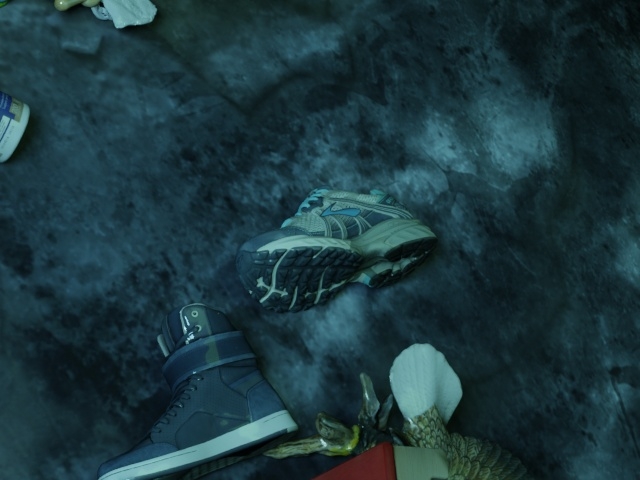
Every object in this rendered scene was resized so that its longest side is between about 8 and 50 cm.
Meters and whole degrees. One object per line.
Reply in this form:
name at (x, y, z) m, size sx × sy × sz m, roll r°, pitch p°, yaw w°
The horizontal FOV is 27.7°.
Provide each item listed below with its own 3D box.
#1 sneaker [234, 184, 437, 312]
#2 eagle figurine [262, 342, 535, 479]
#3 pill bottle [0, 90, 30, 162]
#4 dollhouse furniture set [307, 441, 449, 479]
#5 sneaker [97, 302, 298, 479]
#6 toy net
sneaker at (0.000, 0.000, 1.503) m, size 0.283 × 0.110 × 0.122 m, roll -7°, pitch 50°, yaw -45°
eagle figurine at (0.115, 0.278, 1.318) m, size 0.226 × 0.298 × 0.225 m, roll -33°, pitch 130°, yaw -15°
pill bottle at (-0.357, -0.131, 1.294) m, size 0.120 × 0.067 × 0.067 m, roll 26°, pitch 50°, yaw -25°
dollhouse furniture set at (-0.065, 0.311, 1.038) m, size 0.152 × 0.374 × 0.201 m, roll 19°, pitch 51°, yaw -36°
sneaker at (-0.147, 0.154, 1.274) m, size 0.226 × 0.086 × 0.163 m, roll -15°, pitch 72°, yaw -42°
toy net at (-0.297, -0.298, 1.472) m, size 0.232 × 0.045 × 0.122 m, roll 15°, pitch 53°, yaw -34°
